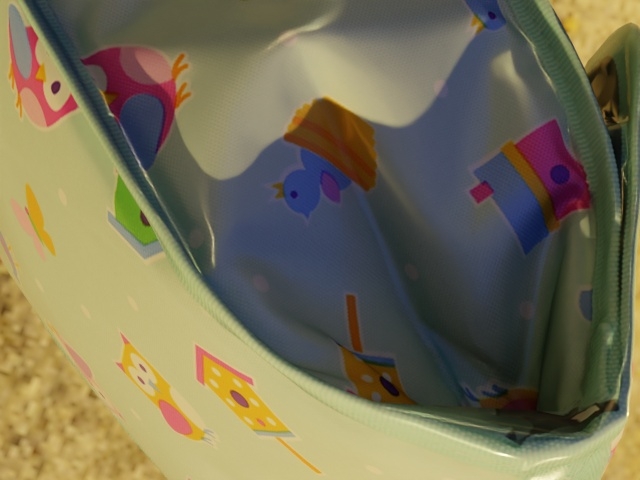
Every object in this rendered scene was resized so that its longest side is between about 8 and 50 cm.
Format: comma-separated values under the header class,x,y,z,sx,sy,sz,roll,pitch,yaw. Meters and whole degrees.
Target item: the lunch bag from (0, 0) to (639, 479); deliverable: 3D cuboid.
class,x,y,z,sx,sy,sz,roll,pitch,yaw
lunch bag,0.000,0.000,0.595,0.160,0.262,0.223,-27,156,-18
